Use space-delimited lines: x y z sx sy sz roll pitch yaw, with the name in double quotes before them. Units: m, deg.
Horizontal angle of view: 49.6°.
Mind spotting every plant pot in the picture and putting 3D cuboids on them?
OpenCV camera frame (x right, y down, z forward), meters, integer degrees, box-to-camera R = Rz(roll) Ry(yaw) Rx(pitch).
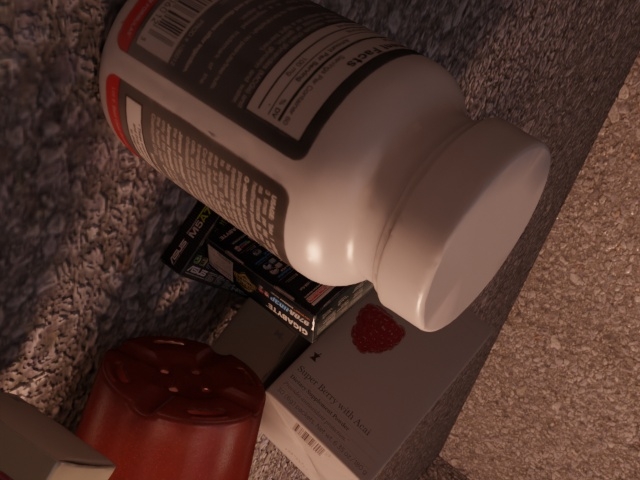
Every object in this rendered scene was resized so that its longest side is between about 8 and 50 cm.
"plant pot" -0.200 0.280 0.863 0.272 0.272 0.265 -7 119 -57

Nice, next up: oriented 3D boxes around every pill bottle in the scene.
"pill bottle" -0.006 -0.090 0.611 0.210 0.363 0.210 -40 151 -28

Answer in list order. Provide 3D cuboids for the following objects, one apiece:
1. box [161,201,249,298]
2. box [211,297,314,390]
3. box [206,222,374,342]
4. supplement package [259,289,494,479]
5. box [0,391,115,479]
"box" -0.095 -0.020 0.910 0.184 0.045 0.191 -58 153 1
"box" -0.058 0.160 1.076 0.113 0.094 0.275 -53 163 2
"box" 0.000 0.000 0.846 0.220 0.175 0.051 -38 148 -33
"supplement package" 0.071 0.194 0.987 0.293 0.177 0.175 -43 168 -28
"box" -0.333 0.271 0.643 0.232 0.149 0.127 -59 163 -13
